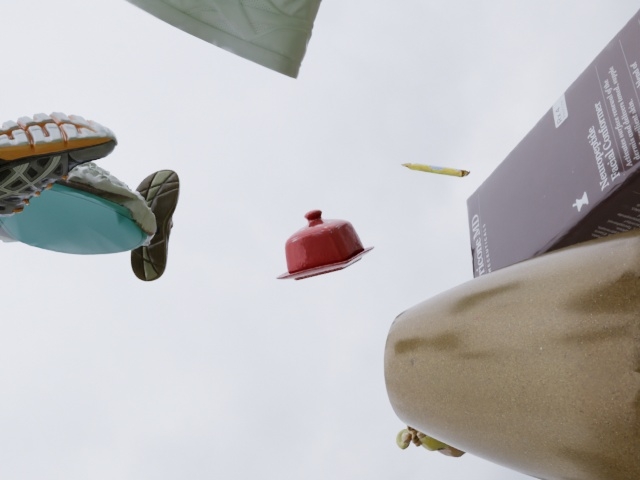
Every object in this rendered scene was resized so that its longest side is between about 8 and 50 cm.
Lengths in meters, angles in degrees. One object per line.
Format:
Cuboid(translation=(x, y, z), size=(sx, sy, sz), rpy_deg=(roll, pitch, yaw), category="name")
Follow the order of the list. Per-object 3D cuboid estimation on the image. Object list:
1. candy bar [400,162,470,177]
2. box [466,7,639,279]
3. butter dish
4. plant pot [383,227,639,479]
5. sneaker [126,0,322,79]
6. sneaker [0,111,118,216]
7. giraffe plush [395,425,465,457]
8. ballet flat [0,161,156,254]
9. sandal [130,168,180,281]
Cuboid(translation=(0.255, -0.157, 1.484), size=(0.040, 0.161, 0.018), rpy_deg=(-11, -71, -49), category="candy bar")
Cuboid(translation=(0.329, -0.069, 0.791), size=(0.381, 0.143, 0.191), rpy_deg=(121, 158, -50), category="box")
Cuboid(translation=(0.000, 0.000, 1.255), size=(0.160, 0.159, 0.118), rpy_deg=(-21, -84, -65), category="butter dish")
Cuboid(translation=(0.197, 0.115, 0.623), size=(0.237, 0.254, 0.237), rpy_deg=(14, -107, -54), category="plant pot")
Cuboid(translation=(-0.137, -0.353, 0.911), size=(0.108, 0.292, 0.169), rpy_deg=(-94, 27, -75), category="sneaker")
Cuboid(translation=(-0.310, -0.069, 0.676), size=(0.214, 0.084, 0.083), rpy_deg=(-19, -56, -20), category="sneaker")
Cuboid(translation=(0.214, 0.280, 1.119), size=(0.181, 0.210, 0.170), rpy_deg=(95, -159, -47), category="giraffe plush")
Cuboid(translation=(-0.394, -0.071, 0.823), size=(0.147, 0.408, 0.147), rpy_deg=(2, -90, -84), category="ballet flat")
Cuboid(translation=(-0.254, -0.022, 1.036), size=(0.049, 0.072, 0.180), rpy_deg=(72, -160, -76), category="sandal")
